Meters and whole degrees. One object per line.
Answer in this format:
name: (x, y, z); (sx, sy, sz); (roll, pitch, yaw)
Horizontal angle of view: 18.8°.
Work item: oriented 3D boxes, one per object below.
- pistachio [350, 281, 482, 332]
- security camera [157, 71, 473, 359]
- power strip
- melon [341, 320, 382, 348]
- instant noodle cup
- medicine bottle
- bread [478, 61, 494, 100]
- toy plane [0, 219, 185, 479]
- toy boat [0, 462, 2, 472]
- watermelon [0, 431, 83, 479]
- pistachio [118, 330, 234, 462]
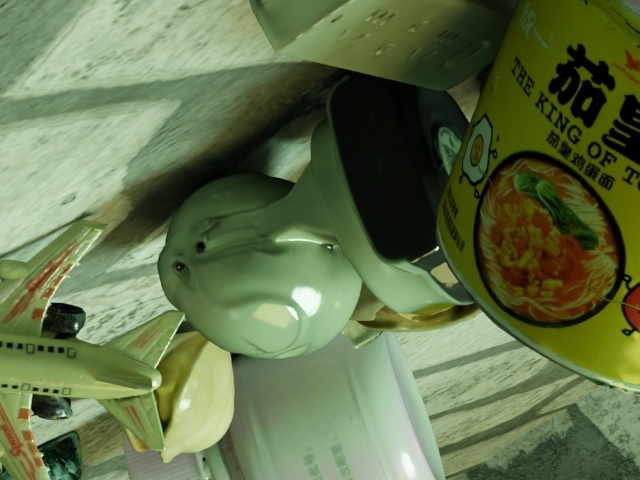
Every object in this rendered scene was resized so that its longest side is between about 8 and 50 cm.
pistachio: (0.077, 0.008, 1.739); (0.138, 0.153, 0.238); (8, 180, -43)
security camera: (0.000, 0.000, 1.579); (0.277, 0.197, 0.191); (-25, 160, 19)
power strip: (0.061, -0.161, 1.360); (0.098, 0.058, 0.338); (-34, 165, 22)
melon: (0.060, -0.004, 1.913); (0.202, 0.093, 0.139); (-62, -177, 17)
instant noodle cup: (0.244, -0.062, 1.363); (0.326, 0.325, 0.254); (-12, 138, -46)
medicine bottle: (-0.040, 0.245, 2.221); (0.325, 0.256, 0.256); (-21, 167, 8)
bread: (0.316, -0.126, 1.666); (0.358, 0.204, 0.337); (-27, 169, 16)
toy plane: (-0.243, 0.096, 1.540); (0.256, 0.242, 0.104); (9, -173, 0)
toy boat: (-0.378, 0.215, 1.792); (0.115, 0.114, 0.262); (-22, 166, 0)
watermelon: (-0.311, 0.364, 2.302); (0.320, 0.289, 0.213); (-48, -172, 24)
pistachio: (-0.152, 0.153, 1.998); (0.145, 0.117, 0.200); (-63, 164, -14)
